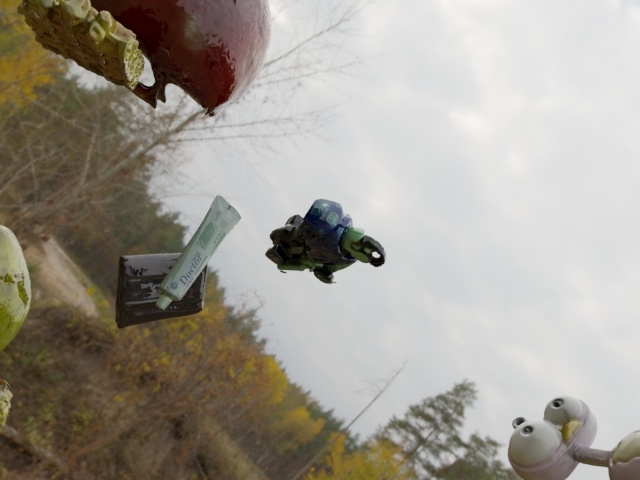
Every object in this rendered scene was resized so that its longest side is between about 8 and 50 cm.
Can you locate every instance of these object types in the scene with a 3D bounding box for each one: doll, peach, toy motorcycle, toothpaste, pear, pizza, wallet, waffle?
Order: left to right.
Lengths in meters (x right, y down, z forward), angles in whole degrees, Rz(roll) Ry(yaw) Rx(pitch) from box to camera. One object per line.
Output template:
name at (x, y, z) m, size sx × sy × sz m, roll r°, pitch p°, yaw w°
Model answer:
pear at (-0.696, 0.100, 1.195) m, size 0.269 × 0.321 × 0.269 m, roll 30°, pitch 3°, yaw -2°
pizza at (-0.650, 0.335, 1.268) m, size 0.160 × 0.036 × 0.098 m, roll -38°, pitch -122°, yaw 48°
waffle at (-0.340, -0.295, 0.892) m, size 0.161 × 0.055 × 0.211 m, roll 25°, pitch -6°, yaw -9°
wallet at (-0.385, 0.116, 1.537) m, size 0.049 × 0.229 × 0.181 m, roll 28°, pitch -64°, yaw 47°
peach at (-0.270, -0.440, 1.141) m, size 0.406 × 0.310 × 0.335 m, roll 43°, pitch 13°, yaw 3°
toothpaste at (-0.211, 0.024, 1.066) m, size 0.041 × 0.218 × 0.064 m, roll 7°, pitch -31°, yaw 50°
toy motorcycle at (0.000, 0.000, 1.411) m, size 0.196 × 0.125 × 0.331 m, roll 45°, pitch -27°, yaw -23°
doll at (0.396, 0.300, 0.890) m, size 0.094 × 0.160 × 0.365 m, roll 49°, pitch -19°, yaw -12°
